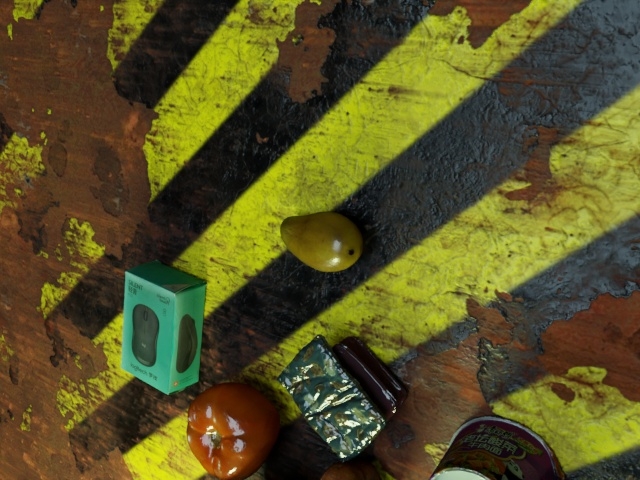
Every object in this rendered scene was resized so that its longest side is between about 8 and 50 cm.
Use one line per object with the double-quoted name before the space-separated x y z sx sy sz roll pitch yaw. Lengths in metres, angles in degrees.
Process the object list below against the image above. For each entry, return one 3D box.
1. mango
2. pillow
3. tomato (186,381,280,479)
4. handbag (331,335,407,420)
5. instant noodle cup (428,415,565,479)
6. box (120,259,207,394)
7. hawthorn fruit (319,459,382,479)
"mango" 0.000 0.000 1.476 0.228 0.099 0.136 12 111 41
"pillow" 0.023 0.354 1.478 0.255 0.034 0.189 49 124 17
"tomato" -0.216 0.469 1.667 0.260 0.180 0.259 5 100 34
"handbag" 0.071 0.350 1.510 0.203 0.074 0.216 44 122 20
"instant noodle cup" 0.324 0.493 1.289 0.251 0.190 0.251 7 103 33
"box" -0.431 0.235 1.809 0.205 0.118 0.311 19 110 29
"hawthorn fruit" 0.056 0.591 1.531 0.203 0.163 0.162 -41 75 46
